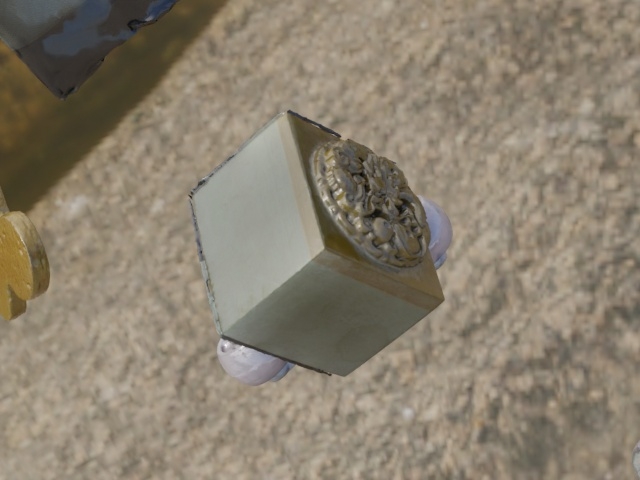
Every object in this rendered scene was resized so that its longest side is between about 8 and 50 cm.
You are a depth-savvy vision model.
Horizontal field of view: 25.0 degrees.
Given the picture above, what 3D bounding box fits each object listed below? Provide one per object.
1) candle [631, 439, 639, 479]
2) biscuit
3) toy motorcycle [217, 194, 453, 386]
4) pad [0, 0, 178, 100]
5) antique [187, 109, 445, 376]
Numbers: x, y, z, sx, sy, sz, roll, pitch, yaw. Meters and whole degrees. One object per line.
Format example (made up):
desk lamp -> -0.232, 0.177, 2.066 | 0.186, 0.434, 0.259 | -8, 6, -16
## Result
candle -> 0.393, 0.235, 1.346 | 0.192, 0.168, 0.068 | 45, 62, -1
biscuit -> -0.317, -0.003, 1.408 | 0.035, 0.158, 0.240 | -22, 25, -30
toy motorcycle -> 0.011, 0.041, 1.317 | 0.254, 0.112, 0.112 | -36, 45, 18
pad -> -0.064, -0.184, 0.533 | 0.233, 0.174, 0.022 | -41, 36, -1
antique -> 0.000, 0.000, 1.153 | 0.148, 0.147, 0.152 | -40, 48, 30
